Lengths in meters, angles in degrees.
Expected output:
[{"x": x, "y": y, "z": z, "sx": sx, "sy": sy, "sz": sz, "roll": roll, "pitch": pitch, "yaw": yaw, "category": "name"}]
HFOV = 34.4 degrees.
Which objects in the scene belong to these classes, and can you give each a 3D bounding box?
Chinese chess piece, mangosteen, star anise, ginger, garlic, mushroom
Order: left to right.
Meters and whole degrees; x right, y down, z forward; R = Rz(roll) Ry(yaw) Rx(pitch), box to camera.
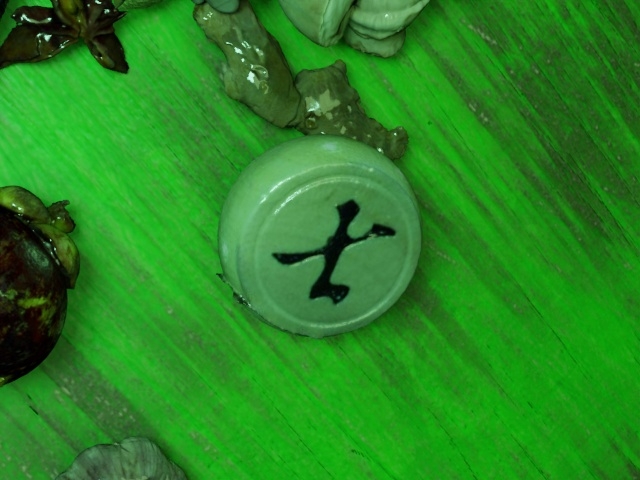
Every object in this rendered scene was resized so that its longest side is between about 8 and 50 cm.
[{"x": -0.324, "y": 0.033, "z": 1.015, "sx": 0.192, "sy": 0.192, "sz": 0.217, "roll": 56, "pitch": 43, "yaw": -15, "category": "mangosteen"}, {"x": -0.259, "y": -0.258, "z": 1.070, "sx": 0.141, "sy": 0.158, "sz": 0.144, "roll": -1, "pitch": 60, "yaw": -30, "category": "star anise"}, {"x": -0.214, "y": 0.285, "z": 1.097, "sx": 0.159, "sy": 0.102, "sz": 0.147, "roll": -29, "pitch": 101, "yaw": -18, "category": "garlic"}, {"x": -0.024, "y": -0.168, "z": 1.154, "sx": 0.290, "sy": 0.084, "sz": 0.122, "roll": 39, "pitch": 86, "yaw": -18, "category": "ginger"}, {"x": 0.000, "y": 0.000, "z": 1.135, "sx": 0.238, "sy": 0.092, "sz": 0.237, "roll": -7, "pitch": 115, "yaw": -15, "category": "Chinese chess piece"}, {"x": 0.054, "y": -0.323, "z": 1.142, "sx": 0.254, "sy": 0.195, "sz": 0.189, "roll": -22, "pitch": 68, "yaw": -16, "category": "mushroom"}]

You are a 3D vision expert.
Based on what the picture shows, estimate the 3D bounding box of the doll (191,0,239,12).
[{"x": -0.097, "y": -0.318, "z": 1.103, "sx": 0.085, "sy": 0.114, "sz": 0.151, "roll": 31, "pitch": 42, "yaw": -52, "category": "doll"}]

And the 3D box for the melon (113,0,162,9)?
[{"x": -0.176, "y": -0.321, "z": 1.067, "sx": 0.128, "sy": 0.079, "sz": 0.160, "roll": 0, "pitch": 73, "yaw": -58, "category": "melon"}]

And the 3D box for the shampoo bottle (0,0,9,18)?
[{"x": -0.357, "y": -0.205, "z": 1.016, "sx": 0.071, "sy": 0.098, "sz": 0.309, "roll": 25, "pitch": 84, "yaw": -16, "category": "shampoo bottle"}]
